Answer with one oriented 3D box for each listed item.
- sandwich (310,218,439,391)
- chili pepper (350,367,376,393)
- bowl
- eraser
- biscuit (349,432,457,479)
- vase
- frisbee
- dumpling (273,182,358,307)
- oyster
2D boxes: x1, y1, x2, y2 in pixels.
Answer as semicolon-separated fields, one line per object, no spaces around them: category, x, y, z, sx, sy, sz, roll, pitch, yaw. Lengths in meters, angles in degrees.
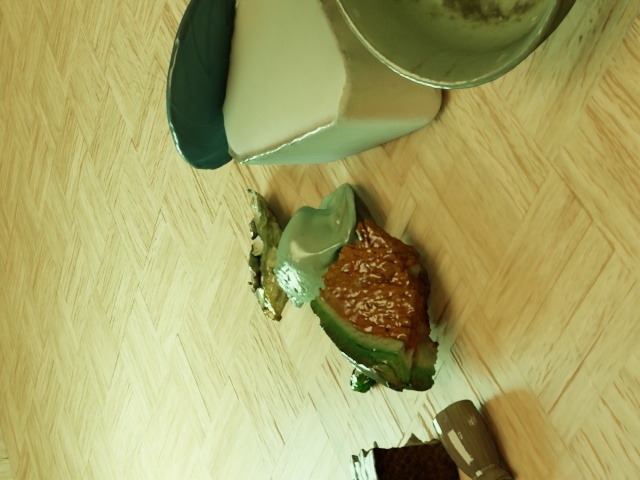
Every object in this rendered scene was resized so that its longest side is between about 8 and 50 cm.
sandwich;0.082;0.083;1.402;0.185;0.109;0.159;34;95;52
chili pepper;0.059;0.141;1.512;0.055;0.035;0.117;17;112;45
bowl;0.149;-0.298;1.139;0.289;0.146;0.289;21;122;38
eraser;-0.009;-0.211;1.489;0.331;0.150;0.331;6;97;59
biscuit;0.108;0.343;1.363;0.070;0.106;0.252;145;119;-60
vase;0.165;0.226;1.300;0.100;0.053;0.053;61;143;33
frisbee;-0.113;-0.229;1.611;0.049;0.289;0.289;17;112;21
dumpling;-0.011;0.005;1.555;0.219;0.108;0.152;-48;52;51
oyster;-0.072;0.011;1.726;0.209;0.072;0.132;-104;16;-63
